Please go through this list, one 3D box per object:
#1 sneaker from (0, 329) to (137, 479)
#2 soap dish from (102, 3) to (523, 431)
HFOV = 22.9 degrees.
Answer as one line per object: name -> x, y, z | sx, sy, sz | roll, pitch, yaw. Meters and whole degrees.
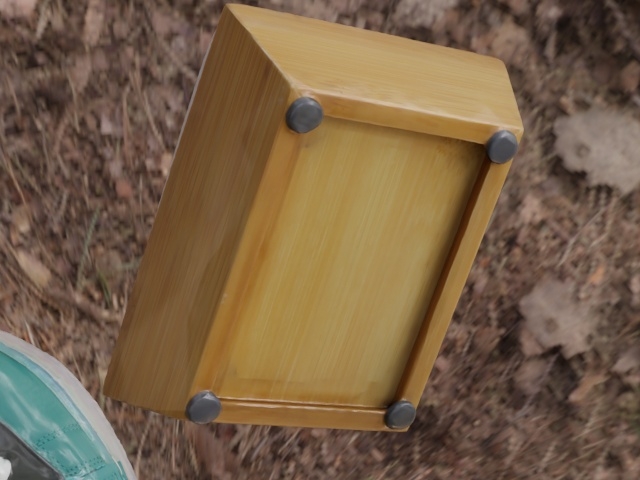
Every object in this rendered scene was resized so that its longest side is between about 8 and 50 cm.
sneaker -> -0.206, 0.059, 0.690 | 0.302, 0.121, 0.108 | 44, 105, 7
soap dish -> 0.000, 0.000, 1.085 | 0.229, 0.118, 0.291 | 8, 112, -32
